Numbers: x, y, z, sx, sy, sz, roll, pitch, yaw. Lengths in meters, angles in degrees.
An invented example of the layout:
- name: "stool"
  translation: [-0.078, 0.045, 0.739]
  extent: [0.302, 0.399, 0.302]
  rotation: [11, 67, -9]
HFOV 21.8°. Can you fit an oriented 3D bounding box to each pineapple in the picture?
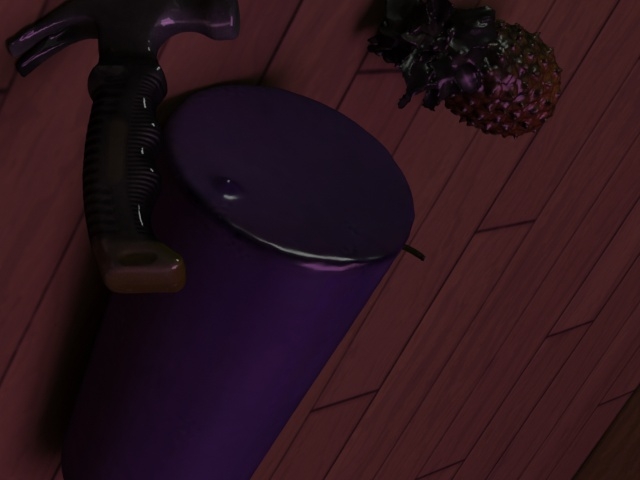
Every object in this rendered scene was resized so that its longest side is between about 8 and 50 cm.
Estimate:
- name: "pineapple"
  translation: [0.129, -0.165, 1.529]
  extent: [0.125, 0.125, 0.251]
  rotation: [-53, 148, 12]

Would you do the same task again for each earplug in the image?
- name: "earplug"
  translation: [-0.099, 0.099, 1.447]
  extent: [0.215, 0.215, 0.456]
  rotation: [-21, 148, -44]

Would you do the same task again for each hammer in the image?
- name: "hammer"
  translation: [-0.130, -0.072, 1.122]
  extent: [0.159, 0.226, 0.041]
  rotation: [-6, 154, 3]

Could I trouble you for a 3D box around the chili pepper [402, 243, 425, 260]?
- name: "chili pepper"
  translation: [-0.001, 0.003, 1.609]
  extent: [0.204, 0.073, 0.072]
  rotation: [4, 144, -46]
